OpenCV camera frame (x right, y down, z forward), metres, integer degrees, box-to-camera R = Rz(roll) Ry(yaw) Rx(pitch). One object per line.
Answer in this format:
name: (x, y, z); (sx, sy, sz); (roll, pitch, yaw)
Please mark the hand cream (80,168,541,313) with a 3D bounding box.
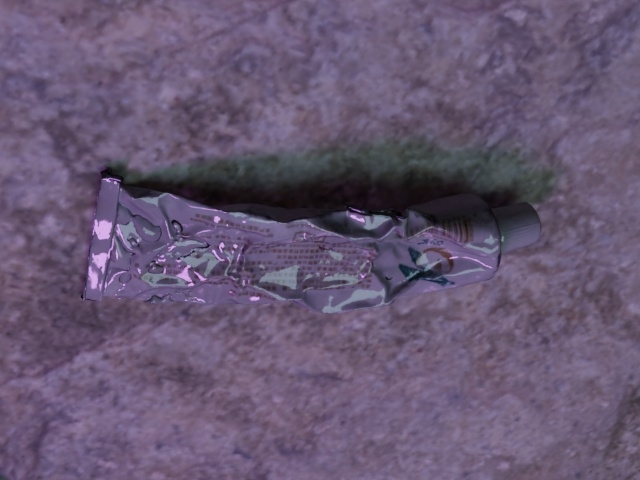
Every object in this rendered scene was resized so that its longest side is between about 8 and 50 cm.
hand cream: (0.001, 0.002, 0.851); (0.257, 0.050, 0.084); (-1, 129, -16)
